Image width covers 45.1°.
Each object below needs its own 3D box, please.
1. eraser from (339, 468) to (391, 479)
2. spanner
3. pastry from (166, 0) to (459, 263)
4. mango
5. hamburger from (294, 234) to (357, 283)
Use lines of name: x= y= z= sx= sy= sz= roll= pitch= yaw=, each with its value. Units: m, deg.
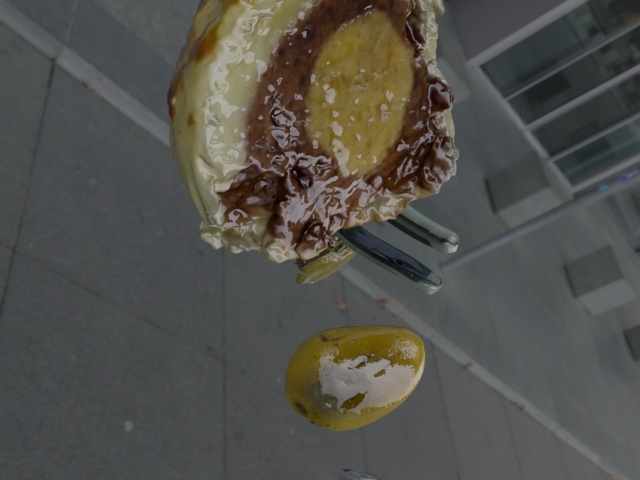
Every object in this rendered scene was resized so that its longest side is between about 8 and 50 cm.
eraser: x=0.055 y=0.267 z=0.826 sx=0.052 sy=0.122 sz=0.029 roll=12 pitch=78 yaw=-7
spanner: x=0.017 y=-0.050 z=0.925 sx=0.325 sy=0.095 sz=0.040 roll=32 pitch=37 yaw=23
pastry: x=-0.021 y=-0.126 z=0.622 sx=0.256 sy=0.170 sz=0.236 roll=-26 pitch=120 yaw=-28
mango: x=0.046 y=0.175 z=1.024 sx=0.137 sy=0.195 sz=0.098 roll=63 pitch=8 yaw=5
hamburger: x=0.000 y=0.000 z=1.531 sx=0.131 sy=0.159 sz=0.185 roll=61 pitch=24 yaw=10
